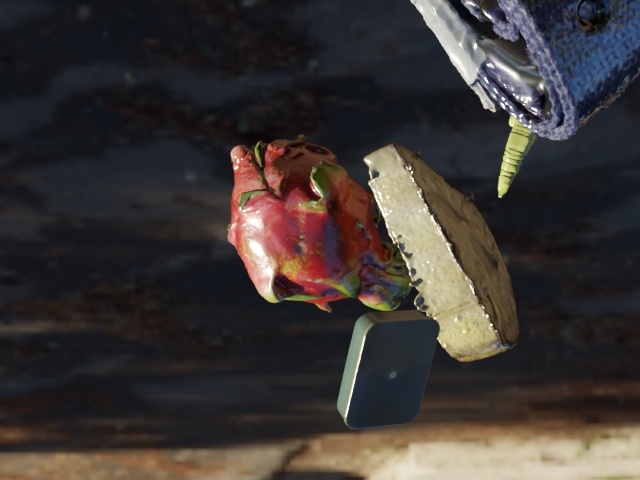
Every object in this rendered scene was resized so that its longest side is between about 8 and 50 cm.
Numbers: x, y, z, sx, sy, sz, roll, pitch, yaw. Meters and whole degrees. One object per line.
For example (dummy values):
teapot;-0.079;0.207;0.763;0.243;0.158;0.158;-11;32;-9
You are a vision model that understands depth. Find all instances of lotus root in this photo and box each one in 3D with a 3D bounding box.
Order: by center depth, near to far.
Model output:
lotus root;0.148;0.011;1.853;0.074;0.261;0.170;-27;174;26

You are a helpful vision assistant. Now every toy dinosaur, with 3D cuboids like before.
toy dinosaur;0.289;-0.181;2.153;0.094;0.259;0.153;21;-168;20

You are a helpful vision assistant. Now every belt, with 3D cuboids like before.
belt;0.141;-0.193;1.124;0.126;0.230;0.139;-40;-171;-17

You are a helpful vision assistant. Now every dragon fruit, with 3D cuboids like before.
dragon fruit;0.001;-0.018;1.987;0.198;0.200;0.269;-26;154;39

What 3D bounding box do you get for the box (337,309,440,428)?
box;0.067;0.129;1.639;0.091;0.126;0.031;-3;-152;-29
